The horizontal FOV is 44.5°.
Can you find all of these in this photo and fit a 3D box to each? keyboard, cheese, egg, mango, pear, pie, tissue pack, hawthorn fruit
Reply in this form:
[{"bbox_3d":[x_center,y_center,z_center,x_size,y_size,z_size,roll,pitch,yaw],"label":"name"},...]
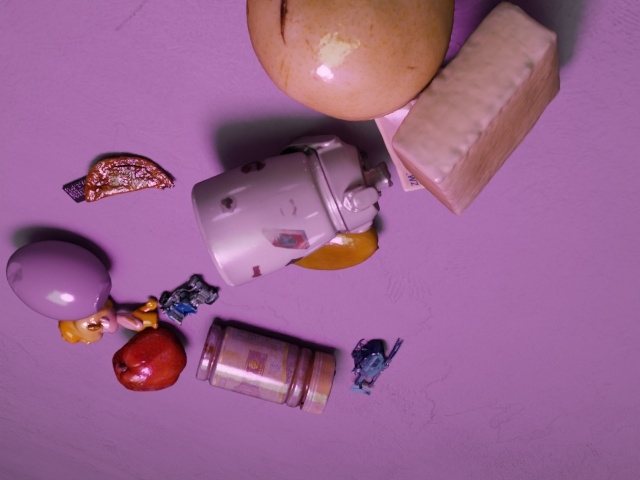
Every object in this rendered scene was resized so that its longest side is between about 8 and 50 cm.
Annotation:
[{"bbox_3d":[-0.477,-0.117,1.656,0.155,0.010,0.053,-18,131,27],"label":"keyboard"},{"bbox_3d":[0.240,-0.191,1.192,0.124,0.265,0.242,40,-177,25],"label":"cheese"},{"bbox_3d":[-0.595,0.087,1.773,0.231,0.176,0.176,24,136,-5],"label":"egg"},{"bbox_3d":[0.004,0.005,1.626,0.237,0.091,0.137,-10,128,28],"label":"mango"},{"bbox_3d":[0.049,-0.333,1.123,0.309,0.309,0.309,6,136,6],"label":"pear"},{"bbox_3d":[-0.398,-0.134,1.602,0.191,0.033,0.088,-9,122,3],"label":"pie"},{"bbox_3d":[0.187,-0.191,1.380,0.148,0.092,0.196,-11,133,21],"label":"tissue pack"},{"bbox_3d":[-0.431,0.298,1.961,0.179,0.173,0.173,-12,142,-23],"label":"hawthorn fruit"}]

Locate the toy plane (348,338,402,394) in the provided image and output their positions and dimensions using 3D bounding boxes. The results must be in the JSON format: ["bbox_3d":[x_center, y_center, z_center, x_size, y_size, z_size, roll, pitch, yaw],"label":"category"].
[{"bbox_3d":[0.120,0.314,1.948,0.096,0.060,0.235,10,134,-18],"label":"toy plane"}]

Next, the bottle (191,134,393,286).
[{"bbox_3d":[-0.043,-0.076,1.452,0.351,0.229,0.229,-23,130,3],"label":"bottle"}]

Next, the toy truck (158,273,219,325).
[{"bbox_3d":[-0.317,0.150,1.851,0.154,0.078,0.080,-29,125,34],"label":"toy truck"}]

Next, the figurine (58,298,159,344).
[{"bbox_3d":[-0.522,0.190,1.915,0.246,0.131,0.156,1,178,-10],"label":"figurine"}]

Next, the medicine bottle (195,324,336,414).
[{"bbox_3d":[-0.134,0.315,1.929,0.322,0.151,0.151,16,136,-5],"label":"medicine bottle"}]
